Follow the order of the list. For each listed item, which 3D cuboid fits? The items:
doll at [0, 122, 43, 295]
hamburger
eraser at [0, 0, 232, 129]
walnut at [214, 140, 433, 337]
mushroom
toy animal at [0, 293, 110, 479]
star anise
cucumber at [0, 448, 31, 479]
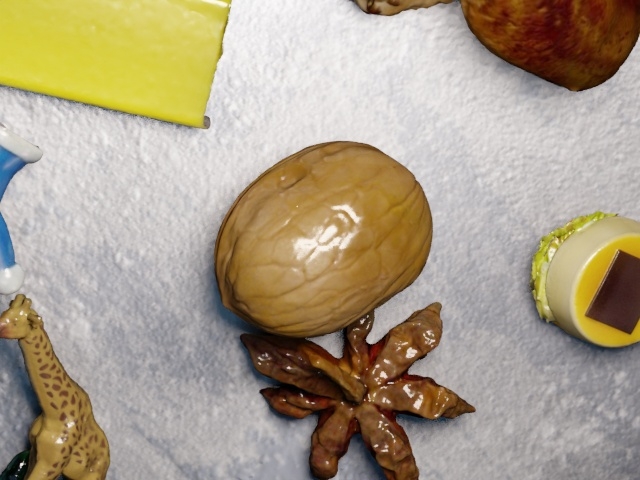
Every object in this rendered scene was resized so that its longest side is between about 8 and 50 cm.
[{"bbox_3d":[-0.356,-0.011,1.570,0.215,0.161,0.257,32,80,0],"label":"doll"},{"bbox_3d":[0.262,0.035,1.692,0.141,0.081,0.126,5,105,-21],"label":"hamburger"},{"bbox_3d":[-0.189,-0.197,1.580,0.226,0.069,0.158,12,103,-11],"label":"eraser"},{"bbox_3d":[0.000,0.000,1.601,0.207,0.167,0.167,-32,106,-11],"label":"walnut"},{"bbox_3d":[0.177,-0.280,1.558,0.254,0.267,0.267,30,99,21],"label":"mushroom"},{"bbox_3d":[-0.248,0.175,1.638,0.149,0.054,0.275,-5,114,-38],"label":"toy animal"},{"bbox_3d":[0.039,0.143,1.678,0.212,0.111,0.196,-7,111,-13],"label":"star anise"},{"bbox_3d":[-0.302,0.251,1.687,0.032,0.032,0.133,33,95,-14],"label":"cucumber"}]
